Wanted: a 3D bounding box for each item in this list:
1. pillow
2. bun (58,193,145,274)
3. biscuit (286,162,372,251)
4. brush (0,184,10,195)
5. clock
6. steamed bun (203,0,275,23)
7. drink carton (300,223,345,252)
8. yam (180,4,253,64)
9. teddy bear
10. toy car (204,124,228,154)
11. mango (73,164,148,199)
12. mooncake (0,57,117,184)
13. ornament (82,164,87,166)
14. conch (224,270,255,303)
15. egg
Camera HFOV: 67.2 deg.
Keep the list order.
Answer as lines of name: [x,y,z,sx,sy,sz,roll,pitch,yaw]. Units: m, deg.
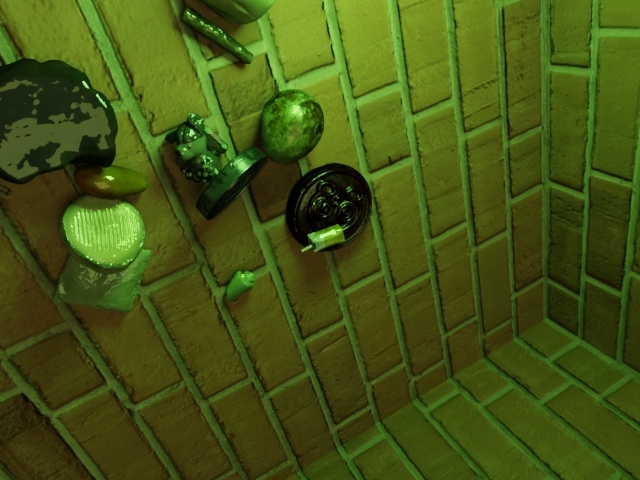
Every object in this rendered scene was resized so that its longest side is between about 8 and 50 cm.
pillow: [-0.802,0.132,1.778,0.281,0.076,0.274,17,102,-33]
bun: [-0.755,-0.024,1.665,0.287,0.146,0.287,14,66,-36]
biscuit: [0.048,-0.134,2.099,0.407,0.091,0.407,-12,119,-23]
brush: [-1.106,-0.207,1.493,0.266,0.027,0.062,31,97,-39]
clock: [-0.321,-0.207,1.746,0.066,0.319,0.319,42,89,-2]
steamed bun: [-0.266,-0.831,1.533,0.290,0.273,0.272,13,122,-28]
drink carton: [0.000,0.000,2.049,0.200,0.074,0.084,-19,123,-13]
yam: [-0.348,-0.695,1.642,0.274,0.061,0.061,25,100,-36]
teddy bear: [-0.465,-0.315,1.699,0.144,0.171,0.251,-63,143,-36]
toy car: [-0.401,-0.372,1.766,0.142,0.069,0.055,42,48,-35]
mango: [-0.697,-0.195,1.627,0.253,0.138,0.113,0,115,-53]
mooncake: [-0.819,-0.363,1.454,0.381,0.212,0.350,-4,110,-23]
ornament: [-0.793,-0.262,1.622,0.068,0.041,0.092,-21,112,-25]
conch: [-0.352,0.190,2.052,0.170,0.079,0.106,-43,110,4]
egg: [-0.109,-0.415,1.776,0.238,0.238,0.289,29,67,-35]
